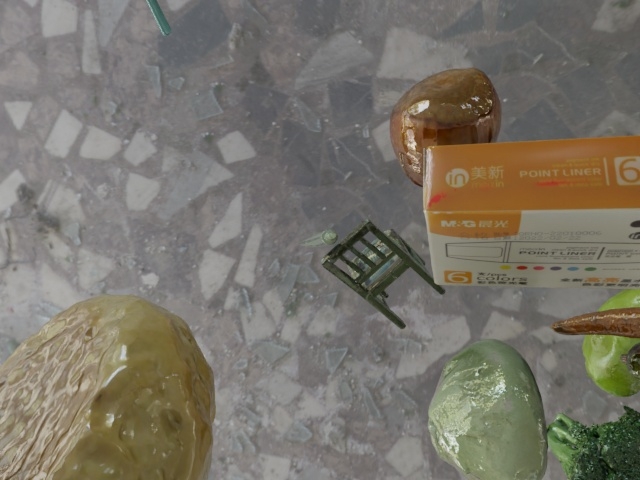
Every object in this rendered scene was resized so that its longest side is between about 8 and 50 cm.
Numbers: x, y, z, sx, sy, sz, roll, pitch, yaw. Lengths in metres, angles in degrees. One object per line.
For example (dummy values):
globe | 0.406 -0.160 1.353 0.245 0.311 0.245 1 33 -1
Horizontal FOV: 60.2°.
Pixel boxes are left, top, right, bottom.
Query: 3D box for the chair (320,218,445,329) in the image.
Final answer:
chair | 0.120 0.046 1.172 0.136 0.147 0.270 -44 119 12

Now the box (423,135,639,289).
box | 0.255 -0.021 0.626 0.273 0.221 0.091 0 64 17

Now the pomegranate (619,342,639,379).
pomegranate | 0.616 0.226 1.055 0.073 0.085 0.073 -4 114 -10

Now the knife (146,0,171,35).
knife | -0.135 -0.200 0.421 0.005 0.014 0.091 7 142 23

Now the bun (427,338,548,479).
bun | 0.291 0.334 1.042 0.187 0.293 0.294 2 103 0

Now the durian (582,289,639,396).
durian | 0.780 0.233 1.328 0.339 0.204 0.256 -30 89 25

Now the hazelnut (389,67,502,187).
hazelnut | 0.166 -0.140 0.715 0.150 0.150 0.151 3 103 14

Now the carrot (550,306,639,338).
carrot | 0.528 0.155 1.018 0.209 0.061 0.061 -11 100 44

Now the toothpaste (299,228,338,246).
toothpaste | 0.000 0.000 1.078 0.048 0.197 0.029 5 84 -13

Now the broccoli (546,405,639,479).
broccoli | 0.706 0.545 1.379 0.307 0.275 0.308 -13 119 -26

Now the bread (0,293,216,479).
bread | -0.165 0.155 0.388 0.244 0.245 0.134 -29 128 18
